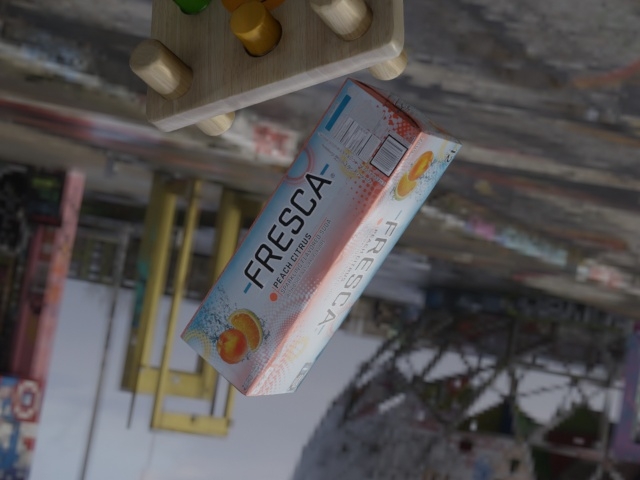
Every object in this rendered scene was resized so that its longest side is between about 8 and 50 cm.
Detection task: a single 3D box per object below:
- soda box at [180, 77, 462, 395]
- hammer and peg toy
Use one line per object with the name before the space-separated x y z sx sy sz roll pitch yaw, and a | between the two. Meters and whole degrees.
soda box | 0.000 0.000 0.810 0.058 0.183 0.063 40 -166 24
hammer and peg toy | -0.040 -0.288 1.309 0.266 0.361 0.127 -14 149 26
